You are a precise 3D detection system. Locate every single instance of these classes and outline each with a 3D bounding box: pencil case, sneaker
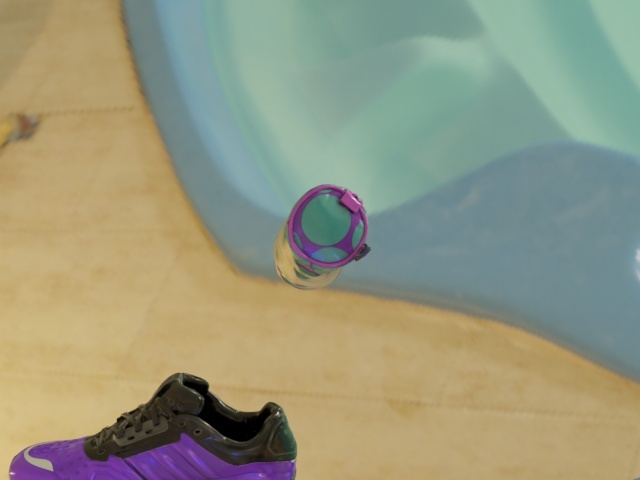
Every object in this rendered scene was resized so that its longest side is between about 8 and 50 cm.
[{"bbox_3d":[0.000,0.000,1.161,0.070,0.064,0.152,-36,-2,-11],"label":"pencil case"},{"bbox_3d":[-0.166,0.199,1.475,0.293,0.146,0.102,2,23,-2],"label":"sneaker"}]

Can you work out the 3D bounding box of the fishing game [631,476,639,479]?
[{"bbox_3d":[0.289,0.271,1.133,0.264,0.041,0.189,-16,68,-25],"label":"fishing game"}]
